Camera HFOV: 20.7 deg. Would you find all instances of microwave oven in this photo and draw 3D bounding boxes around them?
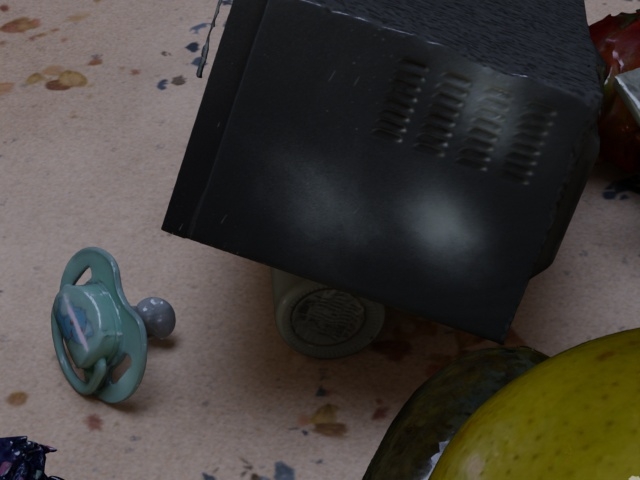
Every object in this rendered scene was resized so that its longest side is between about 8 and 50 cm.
[{"bbox_3d":[0.071,-0.136,1.594,0.374,0.236,0.432,19,23,-4],"label":"microwave oven"}]

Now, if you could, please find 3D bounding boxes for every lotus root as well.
[{"bbox_3d":[0.119,0.190,1.382,0.160,0.152,0.275,24,46,13],"label":"lotus root"}]

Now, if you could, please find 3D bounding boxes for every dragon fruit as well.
[{"bbox_3d":[0.350,-0.143,1.759,0.200,0.198,0.269,13,17,-27],"label":"dragon fruit"}]

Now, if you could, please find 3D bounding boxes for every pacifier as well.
[{"bbox_3d":[-0.188,0.081,1.623,0.117,0.126,0.150,-2,49,-45],"label":"pacifier"}]

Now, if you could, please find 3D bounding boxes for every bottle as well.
[{"bbox_3d":[0.000,0.000,1.690,0.104,0.104,0.245,-6,37,0],"label":"bottle"}]

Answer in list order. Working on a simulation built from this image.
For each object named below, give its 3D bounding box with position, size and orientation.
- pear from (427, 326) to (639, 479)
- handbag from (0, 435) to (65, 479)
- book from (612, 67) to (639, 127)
[{"bbox_3d":[0.235,0.237,1.136,0.362,0.362,0.418,24,64,33],"label":"pear"},{"bbox_3d":[-0.299,0.260,1.386,0.162,0.113,0.260,-2,45,16],"label":"handbag"},{"bbox_3d":[0.471,-0.041,1.615,0.264,0.031,0.379,-21,66,-16],"label":"book"}]
